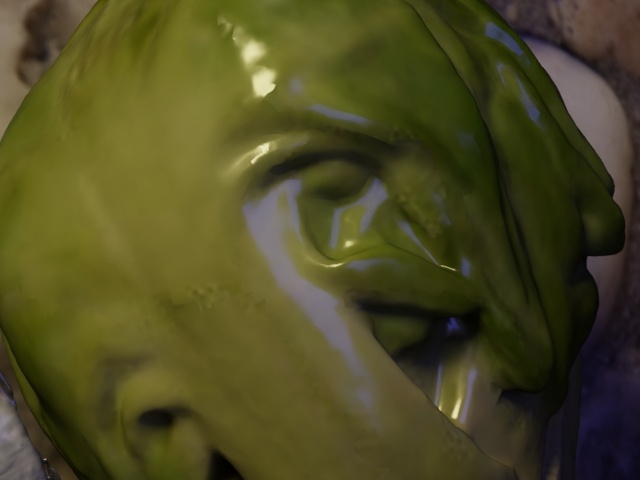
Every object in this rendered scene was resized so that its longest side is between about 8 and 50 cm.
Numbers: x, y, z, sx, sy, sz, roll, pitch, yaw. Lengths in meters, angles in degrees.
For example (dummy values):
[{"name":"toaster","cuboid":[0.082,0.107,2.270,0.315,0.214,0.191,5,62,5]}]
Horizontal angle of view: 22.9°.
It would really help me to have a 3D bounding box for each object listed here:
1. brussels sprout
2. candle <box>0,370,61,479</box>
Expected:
[{"name":"brussels sprout","cuboid":[0.000,0.000,0.705,0.328,0.247,0.328,14,65,-32]},{"name":"candle","cuboid":[-0.174,0.100,0.605,0.168,0.192,0.068,31,46,27]}]
